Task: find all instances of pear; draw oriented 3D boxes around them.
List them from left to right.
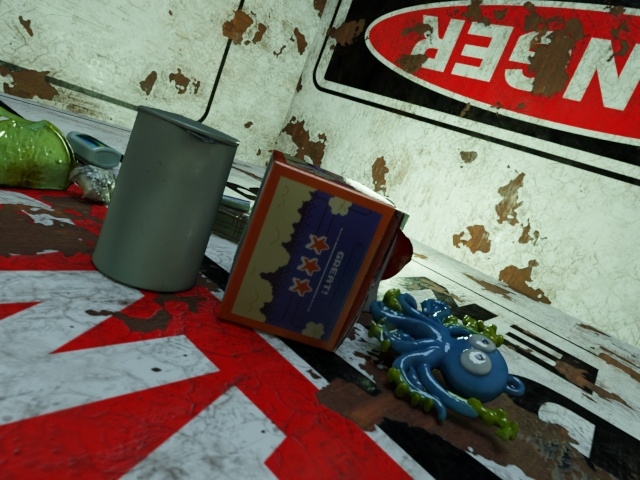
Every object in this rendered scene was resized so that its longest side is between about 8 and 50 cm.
[{"bbox_3d":[-0.805,-0.250,1.035,0.281,0.176,0.286,23,10,16],"label":"pear"}]

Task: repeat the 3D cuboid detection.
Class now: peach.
[{"bbox_3d":[0.155,0.038,1.432,0.361,0.201,0.257,32,-23,-20],"label":"peach"}]

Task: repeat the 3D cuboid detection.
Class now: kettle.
[{"bbox_3d":[-0.302,-0.090,0.854,0.205,0.318,0.265,19,13,-5],"label":"kettle"}]

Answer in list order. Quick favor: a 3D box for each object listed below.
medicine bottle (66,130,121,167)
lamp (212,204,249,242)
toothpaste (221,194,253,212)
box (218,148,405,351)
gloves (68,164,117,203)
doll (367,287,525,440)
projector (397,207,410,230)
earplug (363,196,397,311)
[{"bbox_3d":[-0.861,-0.344,1.566,0.228,0.083,0.121,29,16,26],"label":"medicine bottle"},{"bbox_3d":[-0.207,-0.022,1.290,0.325,0.090,0.089,22,12,4],"label":"lamp"},{"bbox_3d":[-0.387,-0.163,1.719,0.268,0.047,0.069,14,26,-17],"label":"toothpaste"},{"bbox_3d":[-0.038,0.001,0.921,0.256,0.319,0.349,21,11,-12],"label":"box"},{"bbox_3d":[-0.600,-0.153,1.158,0.114,0.070,0.153,49,8,8],"label":"gloves"},{"bbox_3d":[0.253,0.210,0.862,0.341,0.099,0.346,29,31,18],"label":"doll"},{"bbox_3d":[0.198,-0.064,1.789,0.248,0.249,0.248,15,13,-48],"label":"projector"},{"bbox_3d":[0.129,0.024,1.155,0.172,0.301,0.172,22,12,-5],"label":"earplug"}]
